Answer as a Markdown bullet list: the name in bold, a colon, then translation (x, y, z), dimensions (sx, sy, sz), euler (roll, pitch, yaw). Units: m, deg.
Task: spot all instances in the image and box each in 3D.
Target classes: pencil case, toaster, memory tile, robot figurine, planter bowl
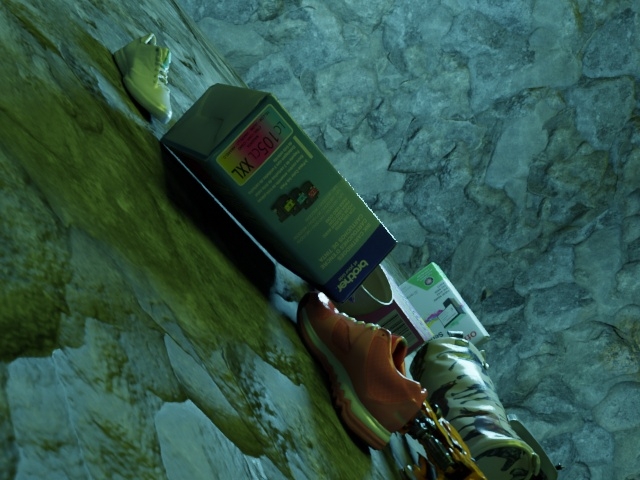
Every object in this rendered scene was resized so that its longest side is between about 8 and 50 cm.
- **pencil case**: translation (0.323, 0.366, 1.727), dimensions (0.410, 0.183, 0.160), euler (-107, 177, -62)
- **toaster**: translation (0.426, 0.494, 1.797), dimensions (0.168, 0.185, 0.110), euler (55, 3, 10)
- **memory tile**: translation (0.176, 0.413, 1.300), dimensions (0.113, 0.012, 0.148), euler (56, 8, 24)
- **robot figurine**: translation (0.188, 0.342, 1.337), dimensions (0.211, 0.085, 0.291), euler (46, 5, -25)
- **planter bowl**: translation (0.055, 0.089, 1.641), dimensions (0.162, 0.109, 0.162), euler (44, 24, -25)

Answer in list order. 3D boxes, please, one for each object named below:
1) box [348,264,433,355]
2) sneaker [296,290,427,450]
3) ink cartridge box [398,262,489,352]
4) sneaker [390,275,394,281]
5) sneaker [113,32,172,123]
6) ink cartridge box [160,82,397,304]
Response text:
- **box**: translation (0.139, 0.169, 1.815), dimensions (0.213, 0.117, 0.243), euler (54, 7, 11)
- **sneaker**: translation (0.070, 0.178, 1.267), dimensions (0.116, 0.136, 0.314), euler (46, 9, -44)
- **ink cartridge box**: translation (0.350, 0.240, 2.451), dimensions (0.278, 0.201, 0.117), euler (55, 9, 17)
- **sneaker**: translation (0.179, 0.173, 2.088), dimensions (0.115, 0.105, 0.281), euler (57, 8, 29)
- **sneaker**: translation (-0.294, -0.295, 1.415), dimensions (0.212, 0.094, 0.080), euler (58, 8, 35)
- **ink cartridge box**: translation (-0.053, -0.062, 1.334), dimensions (0.395, 0.151, 0.270), euler (46, -8, -27)
